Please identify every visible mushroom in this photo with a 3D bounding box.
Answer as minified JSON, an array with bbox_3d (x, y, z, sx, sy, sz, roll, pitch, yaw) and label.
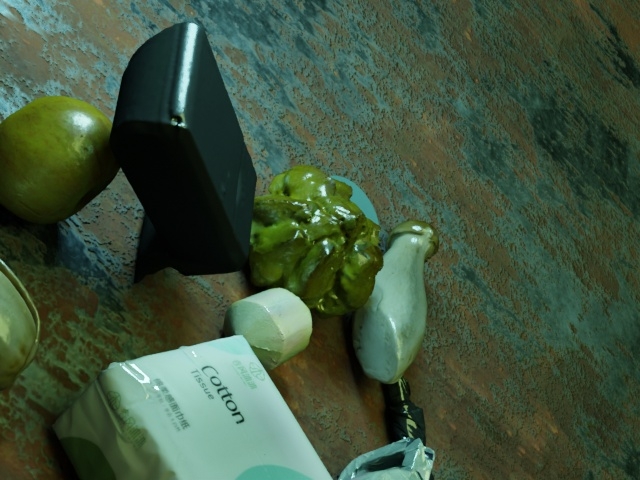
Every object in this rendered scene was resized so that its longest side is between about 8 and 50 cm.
[{"bbox_3d":[0.128,0.101,2.263,0.128,0.128,0.350,45,41,-23],"label":"mushroom"}]

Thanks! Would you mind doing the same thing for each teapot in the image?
[{"bbox_3d":[0.067,0.401,1.995,0.163,0.178,0.221,21,62,-42],"label":"teapot"}]

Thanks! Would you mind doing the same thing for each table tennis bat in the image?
[{"bbox_3d":[0.044,-0.008,2.297,0.153,0.040,0.244,33,45,-31],"label":"table tennis bat"}]

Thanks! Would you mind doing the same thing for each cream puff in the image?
[{"bbox_3d":[-0.011,0.003,2.120,0.244,0.196,0.244,10,41,-9],"label":"cream puff"}]

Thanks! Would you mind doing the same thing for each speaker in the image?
[{"bbox_3d":[-0.206,-0.098,1.790,0.388,0.184,0.180,74,17,-55],"label":"speaker"}]

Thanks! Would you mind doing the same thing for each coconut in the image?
[{"bbox_3d":[-0.085,0.138,2.015,0.122,0.116,0.116,-19,85,-49],"label":"coconut"}]

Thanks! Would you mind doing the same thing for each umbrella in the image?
[{"bbox_3d":[0.147,0.337,2.212,0.066,0.059,0.235,22,54,-62],"label":"umbrella"}]

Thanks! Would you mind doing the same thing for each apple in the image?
[{"bbox_3d":[-0.360,-0.112,1.781,0.155,0.182,0.182,48,39,5],"label":"apple"}]

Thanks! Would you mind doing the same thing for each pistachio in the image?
[{"bbox_3d":[-0.429,0.087,1.652,0.206,0.131,0.129,56,-6,-3],"label":"pistachio"}]

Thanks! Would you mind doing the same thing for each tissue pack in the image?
[{"bbox_3d":[-0.139,0.321,1.724,0.266,0.194,0.356,-8,60,-52],"label":"tissue pack"}]
